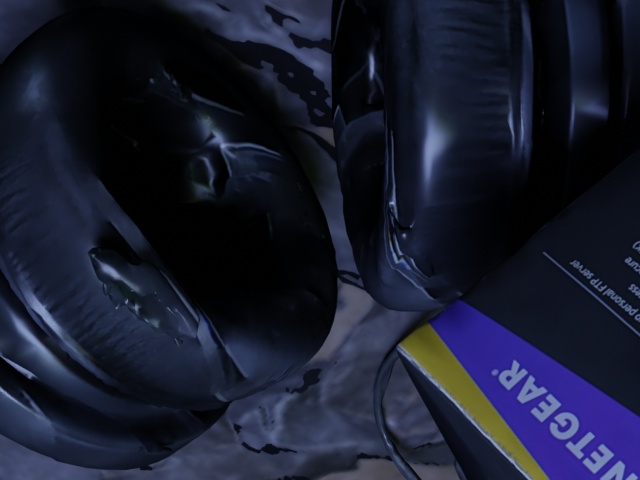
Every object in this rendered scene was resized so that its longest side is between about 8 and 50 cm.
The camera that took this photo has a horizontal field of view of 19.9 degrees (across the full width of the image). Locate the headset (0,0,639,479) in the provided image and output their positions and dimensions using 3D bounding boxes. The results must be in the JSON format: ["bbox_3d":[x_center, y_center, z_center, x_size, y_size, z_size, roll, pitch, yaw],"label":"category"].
[{"bbox_3d":[0.000,0.000,0.516,0.243,0.185,0.394,-20,140,13],"label":"headset"}]

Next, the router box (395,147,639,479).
[{"bbox_3d":[0.176,0.053,0.509,0.243,0.081,0.309,-39,141,-7],"label":"router box"}]
